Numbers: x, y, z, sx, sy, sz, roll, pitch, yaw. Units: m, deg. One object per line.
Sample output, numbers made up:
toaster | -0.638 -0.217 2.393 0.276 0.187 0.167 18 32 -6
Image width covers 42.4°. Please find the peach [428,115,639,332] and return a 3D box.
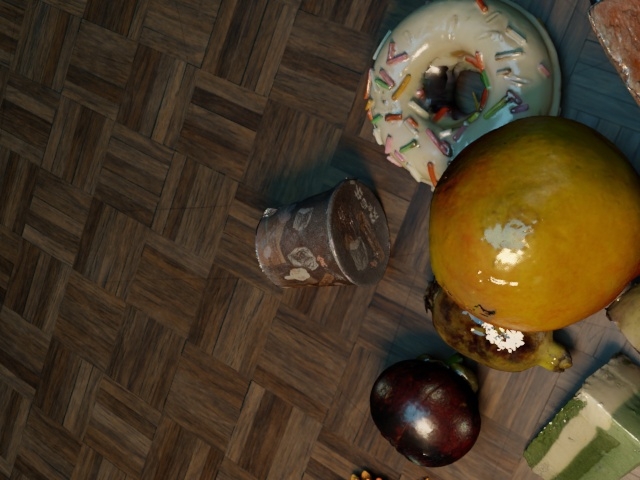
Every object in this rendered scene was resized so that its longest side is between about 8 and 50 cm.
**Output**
peach | 0.359 -0.026 1.346 0.372 0.290 0.373 -5 62 10

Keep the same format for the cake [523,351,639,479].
cake | 0.462 0.353 1.430 0.158 0.172 0.283 47 115 21

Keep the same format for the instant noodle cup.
instant noodle cup | 0.000 0.000 1.653 0.207 0.217 0.217 -12 87 35

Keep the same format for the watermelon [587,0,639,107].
watermelon | 0.541 -0.333 1.326 0.231 0.193 0.310 14 106 13

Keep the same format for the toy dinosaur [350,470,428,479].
toy dinosaur | 0.089 0.541 1.705 0.288 0.070 0.117 -44 72 18

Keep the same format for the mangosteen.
mangosteen | 0.210 0.316 1.554 0.216 0.216 0.216 2 93 29

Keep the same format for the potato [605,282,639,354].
potato | 0.633 0.099 1.308 0.229 0.229 0.266 47 108 19

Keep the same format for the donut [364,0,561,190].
donut | 0.250 -0.278 1.532 0.382 0.142 0.383 1 93 30

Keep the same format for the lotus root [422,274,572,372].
lotus root | 0.317 0.145 1.512 0.314 0.141 0.169 28 110 24

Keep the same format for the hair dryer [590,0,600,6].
hair dryer | 0.462 -0.466 1.458 0.114 0.070 0.248 -17 93 28
